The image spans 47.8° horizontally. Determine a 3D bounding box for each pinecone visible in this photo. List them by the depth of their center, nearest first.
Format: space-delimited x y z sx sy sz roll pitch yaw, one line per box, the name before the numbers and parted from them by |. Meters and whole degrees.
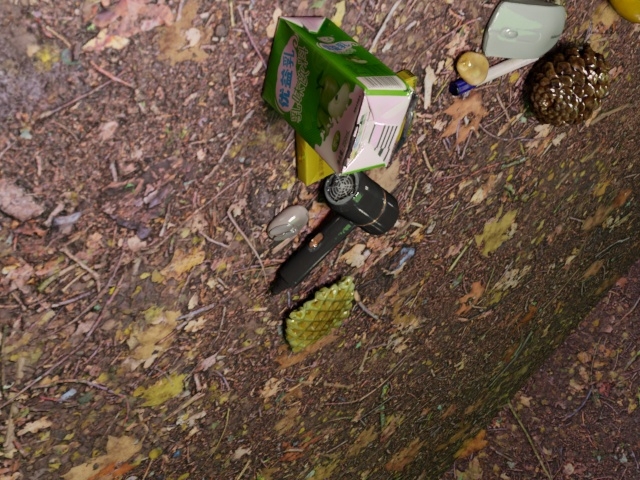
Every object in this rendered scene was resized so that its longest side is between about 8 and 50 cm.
pinecone | 0.593 -0.375 1.733 0.205 0.184 0.179 -51 128 -36

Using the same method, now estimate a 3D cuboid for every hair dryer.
hair dryer | 0.000 0.000 1.575 0.352 0.107 0.189 -45 146 10

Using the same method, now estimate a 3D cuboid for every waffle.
waffle | 0.000 0.186 1.798 0.207 0.054 0.214 -35 151 -20

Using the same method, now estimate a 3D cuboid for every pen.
pen | 0.398 -0.384 1.638 0.269 0.033 0.033 -27 142 -25

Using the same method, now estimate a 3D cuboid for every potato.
potato | 0.326 -0.372 1.549 0.083 0.062 0.068 15 80 -61

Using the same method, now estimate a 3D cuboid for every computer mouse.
computer mouse | -0.065 -0.033 1.512 0.096 0.039 0.066 -39 145 -8
computer mouse | 0.454 -0.461 1.582 0.230 0.079 0.128 -16 134 -31

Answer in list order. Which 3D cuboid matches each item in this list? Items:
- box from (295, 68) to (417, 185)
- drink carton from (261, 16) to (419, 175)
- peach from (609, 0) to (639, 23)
box | 0.073 -0.227 1.452 0.278 0.041 0.153 -29 142 -24
drink carton | 0.022 -0.237 1.184 0.108 0.271 0.161 -11 135 -34
peach | 0.784 -0.632 1.691 0.251 0.153 0.251 -14 128 -18
